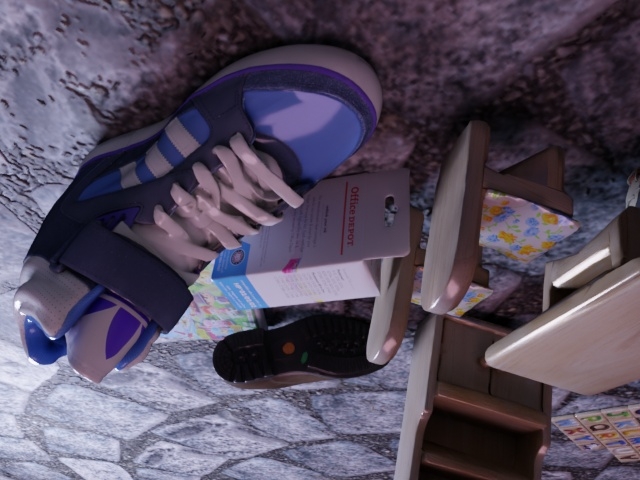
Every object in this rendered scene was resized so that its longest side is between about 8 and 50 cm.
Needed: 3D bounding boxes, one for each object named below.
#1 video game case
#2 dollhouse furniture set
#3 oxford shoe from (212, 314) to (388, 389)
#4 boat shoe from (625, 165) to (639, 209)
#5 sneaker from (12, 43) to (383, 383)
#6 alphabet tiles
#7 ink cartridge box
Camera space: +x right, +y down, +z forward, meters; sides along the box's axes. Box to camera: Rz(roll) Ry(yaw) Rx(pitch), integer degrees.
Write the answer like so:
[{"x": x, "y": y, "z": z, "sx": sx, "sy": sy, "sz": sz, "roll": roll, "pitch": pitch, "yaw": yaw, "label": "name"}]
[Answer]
[{"x": -0.173, "y": 0.062, "z": 0.741, "sx": 0.194, "sy": 0.023, "sz": 0.212, "roll": 2, "pitch": 143, "yaw": 6, "label": "video game case"}, {"x": 0.214, "y": 0.150, "z": 0.555, "sx": 0.362, "sy": 0.256, "sz": 0.394, "roll": 17, "pitch": 150, "yaw": -6, "label": "dollhouse furniture set"}, {"x": -0.022, "y": 0.149, "z": 0.784, "sx": 0.227, "sy": 0.082, "sz": 0.096, "roll": -2, "pitch": 154, "yaw": -6, "label": "oxford shoe"}, {"x": 0.285, "y": -0.040, "z": 0.521, "sx": 0.049, "sy": 0.043, "sz": 0.137, "roll": -33, "pitch": 139, "yaw": -6, "label": "boat shoe"}, {"x": -0.102, "y": 0.000, "z": 0.470, "sx": 0.323, "sy": 0.236, "sz": 0.130, "roll": -16, "pitch": 138, "yaw": 27, "label": "sneaker"}, {"x": 0.518, "y": 0.319, "z": 0.991, "sx": 0.198, "sy": 0.009, "sz": 0.237, "roll": -22, "pitch": 135, "yaw": 32, "label": "alphabet tiles"}, {"x": 0.000, "y": 0.000, "z": 0.565, "sx": 0.181, "sy": 0.104, "sz": 0.061, "roll": -7, "pitch": 141, "yaw": 18, "label": "ink cartridge box"}]
